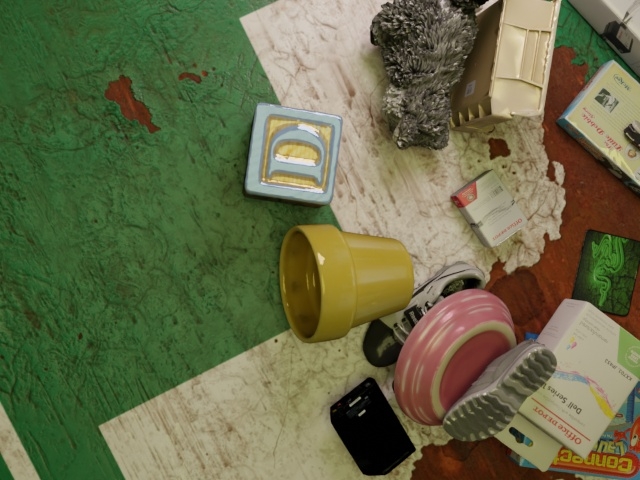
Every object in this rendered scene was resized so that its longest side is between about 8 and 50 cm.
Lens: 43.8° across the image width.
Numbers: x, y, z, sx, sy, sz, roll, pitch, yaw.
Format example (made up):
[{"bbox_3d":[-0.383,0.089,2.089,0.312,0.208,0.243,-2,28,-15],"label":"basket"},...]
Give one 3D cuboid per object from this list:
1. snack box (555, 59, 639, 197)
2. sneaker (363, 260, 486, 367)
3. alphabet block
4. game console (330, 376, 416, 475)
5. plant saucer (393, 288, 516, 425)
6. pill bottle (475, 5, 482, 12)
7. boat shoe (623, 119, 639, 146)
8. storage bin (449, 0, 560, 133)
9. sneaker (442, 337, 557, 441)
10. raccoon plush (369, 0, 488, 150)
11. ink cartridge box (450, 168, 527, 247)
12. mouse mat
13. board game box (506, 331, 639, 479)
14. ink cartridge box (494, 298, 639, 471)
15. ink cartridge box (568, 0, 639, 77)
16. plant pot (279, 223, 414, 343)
[{"bbox_3d":[0.741,-0.251,1.895,0.322,0.060,0.187,41,85,-5],"label":"snack box"},{"bbox_3d":[0.234,0.165,1.794,0.330,0.146,0.122,-41,96,-4],"label":"sneaker"},{"bbox_3d":[-0.065,-0.178,1.730,0.192,0.197,0.193,10,89,-8],"label":"alphabet block"},{"bbox_3d":[0.204,0.368,1.824,0.361,0.044,0.213,-35,110,-14],"label":"game console"},{"bbox_3d":[0.313,0.271,1.745,0.332,0.084,0.332,-16,120,-30],"label":"plant saucer"},{"bbox_3d":[0.309,-0.611,1.819,0.108,0.108,0.193,-15,92,-7],"label":"pill bottle"},{"bbox_3d":[0.756,-0.224,1.846,0.125,0.038,0.046,40,44,-11],"label":"boat shoe"},{"bbox_3d":[0.392,-0.376,1.747,0.123,0.262,0.260,9,89,-11],"label":"storage bin"},{"bbox_3d":[0.378,0.319,1.695,0.281,0.115,0.105,-40,100,9],"label":"sneaker"},{"bbox_3d":[0.252,-0.374,1.668,0.216,0.446,0.299,-4,77,-20],"label":"raccoon plush"},{"bbox_3d":[0.391,-0.072,1.851,0.109,0.063,0.150,-35,94,-6],"label":"ink cartridge box"},{"bbox_3d":[0.689,0.079,1.916,0.152,0.007,0.190,13,88,-7],"label":"mouse mat"},{"bbox_3d":[0.616,0.389,1.867,0.308,0.086,0.302,9,88,-7],"label":"board game box"},{"bbox_3d":[0.540,0.329,1.753,0.207,0.119,0.353,36,86,-7],"label":"ink cartridge box"},{"bbox_3d":[0.772,-0.548,1.864,0.307,0.129,0.223,45,85,-5],"label":"ink cartridge box"},{"bbox_3d":[0.062,0.084,1.732,0.239,0.254,0.254,-5,91,-22],"label":"plant pot"}]
